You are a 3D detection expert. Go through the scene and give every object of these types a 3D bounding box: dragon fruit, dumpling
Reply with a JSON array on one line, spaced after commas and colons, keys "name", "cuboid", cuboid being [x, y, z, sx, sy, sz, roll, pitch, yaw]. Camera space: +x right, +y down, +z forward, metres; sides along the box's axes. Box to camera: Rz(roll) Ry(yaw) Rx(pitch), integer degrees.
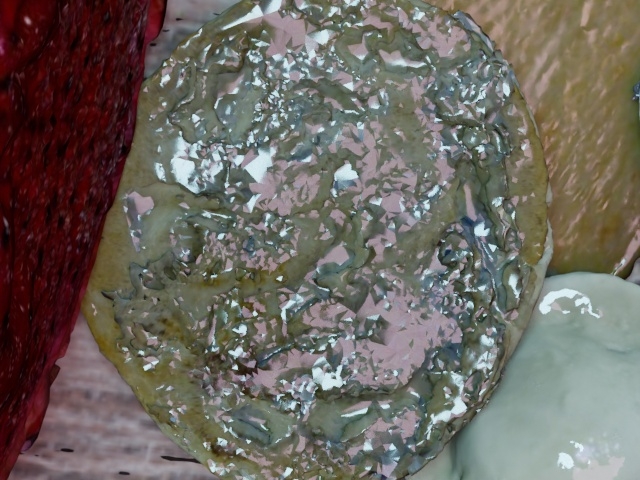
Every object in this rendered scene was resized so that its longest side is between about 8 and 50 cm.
[{"name": "dragon fruit", "cuboid": [-0.202, -0.064, 0.740, 0.249, 0.371, 0.386, 15, 133, 3]}, {"name": "dumpling", "cuboid": [0.126, 0.097, 0.990, 0.155, 0.111, 0.181, 34, 68, 9]}]

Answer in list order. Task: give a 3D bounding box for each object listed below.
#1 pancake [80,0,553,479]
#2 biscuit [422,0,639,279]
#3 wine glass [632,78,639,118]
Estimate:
[{"name": "pancake", "cuboid": [0.000, 0.000, 0.934, 0.282, 0.049, 0.282, -1, 98, -6]}, {"name": "biscuit", "cuboid": [0.137, -0.109, 0.982, 0.232, 0.013, 0.237, 31, 94, -20]}, {"name": "wine glass", "cuboid": [0.283, -0.053, 0.930, 0.165, 0.196, 0.165, -6, 107, -18]}]
